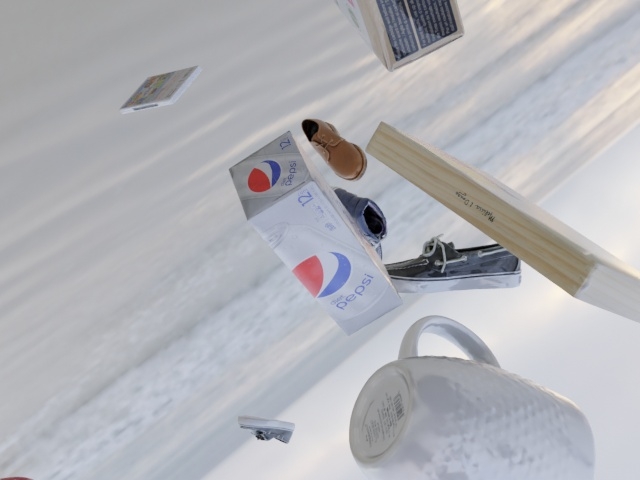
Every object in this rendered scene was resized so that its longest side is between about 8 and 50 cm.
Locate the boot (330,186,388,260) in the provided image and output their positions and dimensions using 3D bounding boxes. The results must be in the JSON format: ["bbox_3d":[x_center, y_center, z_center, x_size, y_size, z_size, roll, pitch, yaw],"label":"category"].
[{"bbox_3d":[0.067,-0.003,1.491,0.069,0.086,0.190,-56,139,-17],"label":"boot"}]

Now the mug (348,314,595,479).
[{"bbox_3d":[0.224,0.289,1.623,0.276,0.328,0.374,-43,-147,39],"label":"mug"}]

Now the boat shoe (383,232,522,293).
[{"bbox_3d":[0.235,0.042,1.921,0.306,0.105,0.113,-2,-172,3],"label":"boat shoe"}]

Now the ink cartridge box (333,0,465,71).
[{"bbox_3d":[0.032,-0.304,0.950,0.088,0.235,0.193,-28,137,-2],"label":"ink cartridge box"}]

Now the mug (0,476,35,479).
[{"bbox_3d":[-0.314,0.355,1.032,0.113,0.169,0.150,-20,145,-22],"label":"mug"}]

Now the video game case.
[{"bbox_3d":[-0.249,-0.234,1.553,0.122,0.011,0.087,-3,-138,40],"label":"video game case"}]

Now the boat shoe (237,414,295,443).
[{"bbox_3d":[-0.095,0.335,1.767,0.049,0.040,0.142,5,170,39],"label":"boat shoe"}]

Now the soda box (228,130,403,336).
[{"bbox_3d":[0.000,0.000,1.241,0.091,0.098,0.286,-31,138,7],"label":"soda box"}]

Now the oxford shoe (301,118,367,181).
[{"bbox_3d":[0.021,-0.186,2.046,0.076,0.212,0.076,21,107,-42],"label":"oxford shoe"}]

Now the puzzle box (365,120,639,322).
[{"bbox_3d":[0.273,-0.021,1.357,0.272,0.409,0.052,18,106,-45],"label":"puzzle box"}]
